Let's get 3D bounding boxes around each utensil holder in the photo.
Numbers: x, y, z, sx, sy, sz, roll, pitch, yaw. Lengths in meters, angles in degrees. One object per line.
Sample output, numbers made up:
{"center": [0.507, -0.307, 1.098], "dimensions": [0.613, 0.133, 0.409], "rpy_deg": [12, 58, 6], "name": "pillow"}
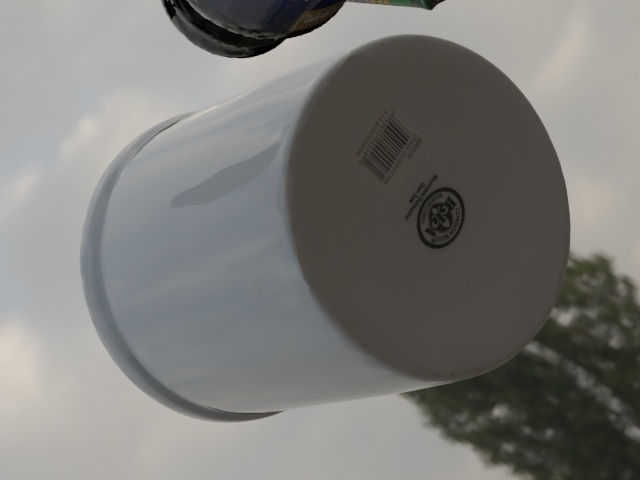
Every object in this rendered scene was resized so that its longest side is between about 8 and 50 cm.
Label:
{"center": [0.000, 0.000, 1.533], "dimensions": [0.327, 0.327, 0.385], "rpy_deg": [-46, 17, -29], "name": "utensil holder"}

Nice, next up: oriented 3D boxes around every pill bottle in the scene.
{"center": [-0.020, -0.187, 0.910], "dimensions": [0.123, 0.123, 0.219], "rpy_deg": [-48, 3, -26], "name": "pill bottle"}

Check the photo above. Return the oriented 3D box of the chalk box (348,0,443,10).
{"center": [0.051, -0.315, 1.050], "dimensions": [0.180, 0.179, 0.289], "rpy_deg": [-25, -67, -31], "name": "chalk box"}
